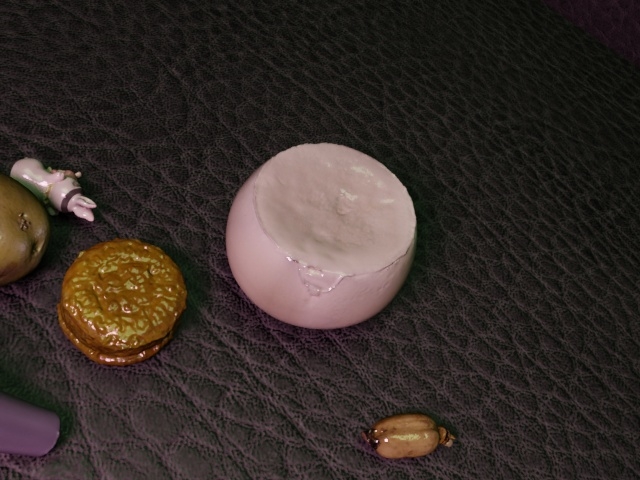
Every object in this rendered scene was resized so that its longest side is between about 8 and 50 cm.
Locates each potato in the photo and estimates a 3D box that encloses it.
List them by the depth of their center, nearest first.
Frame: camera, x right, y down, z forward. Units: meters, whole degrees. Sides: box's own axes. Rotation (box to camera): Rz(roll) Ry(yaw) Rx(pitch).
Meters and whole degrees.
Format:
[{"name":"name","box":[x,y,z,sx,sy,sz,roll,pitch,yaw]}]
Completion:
[{"name":"potato","box":[-0.530,-0.029,0.923,0.251,0.159,0.174,19,26,6]}]

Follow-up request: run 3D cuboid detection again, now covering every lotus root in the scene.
[{"name":"lotus root","box":[0.137,0.302,0.971,0.152,0.063,0.072,3,27,-10]}]

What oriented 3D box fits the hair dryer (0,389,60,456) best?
[{"name":"hair dryer","box":[-0.490,0.303,0.696,0.301,0.121,0.361,38,67,-45]}]

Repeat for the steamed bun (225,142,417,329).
[{"name":"steamed bun","box":[0.000,0.000,1.054,0.324,0.206,0.324,9,51,-12]}]

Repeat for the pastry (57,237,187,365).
[{"name":"pastry","box":[-0.296,0.092,0.946,0.188,0.103,0.189,10,53,-13]}]

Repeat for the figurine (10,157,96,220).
[{"name":"figurine","box":[-0.434,-0.094,1.050,0.146,0.081,0.098,17,51,-7]}]
